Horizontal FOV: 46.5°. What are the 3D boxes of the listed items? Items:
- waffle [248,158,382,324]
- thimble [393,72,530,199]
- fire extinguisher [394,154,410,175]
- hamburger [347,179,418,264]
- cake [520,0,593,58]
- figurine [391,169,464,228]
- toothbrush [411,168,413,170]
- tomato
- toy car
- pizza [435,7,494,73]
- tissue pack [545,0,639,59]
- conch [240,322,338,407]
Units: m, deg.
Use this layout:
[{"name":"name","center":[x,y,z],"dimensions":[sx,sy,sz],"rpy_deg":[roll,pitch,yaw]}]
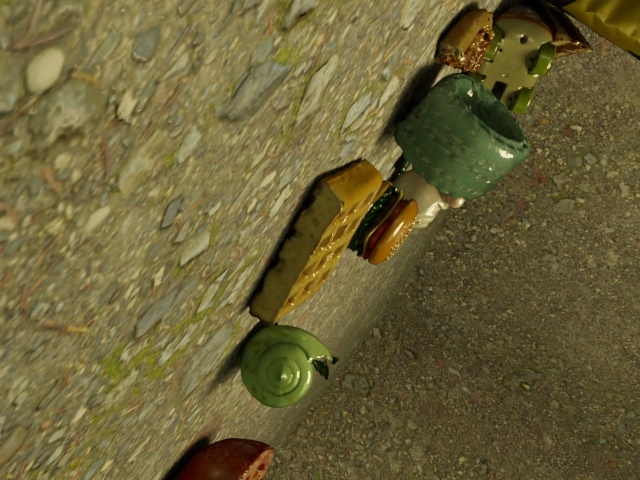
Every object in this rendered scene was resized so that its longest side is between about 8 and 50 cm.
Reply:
[{"name":"waffle","center":[0.000,0.000,1.162],"dimensions":[0.248,0.055,0.221],"rpy_deg":[-61,168,23]},{"name":"thimble","center":[0.239,-0.182,1.287],"dimensions":[0.235,0.199,0.143],"rpy_deg":[18,130,-39]},{"name":"fire extinguisher","center":[0.173,-0.163,1.531],"dimensions":[0.083,0.025,0.038],"rpy_deg":[-53,-168,-15]},{"name":"hamburger","center":[0.109,-0.032,1.388],"dimensions":[0.162,0.115,0.162],"rpy_deg":[-51,169,-14]},{"name":"cake","center":[0.516,-0.480,1.646],"dimensions":[0.246,0.112,0.135],"rpy_deg":[-132,-125,-80]},{"name":"figurine","center":[0.238,-0.120,1.609],"dimensions":[0.257,0.181,0.145],"rpy_deg":[-50,153,-18]},{"name":"toothbrush","center":[0.249,-0.183,1.793],"dimensions":[0.342,0.030,0.025],"rpy_deg":[-48,163,-29]},{"name":"tomato","center":[-0.228,0.511,1.469],"dimensions":[0.338,0.143,0.338],"rpy_deg":[-57,168,-18]},{"name":"toy car","center":[0.402,-0.409,1.582],"dimensions":[0.235,0.145,0.235],"rpy_deg":[17,90,-90]},{"name":"pizza","center":[0.259,-0.339,1.283],"dimensions":[0.127,0.058,0.246],"rpy_deg":[-57,167,12]},{"name":"tissue pack","center":[0.654,-0.531,1.522],"dimensions":[0.253,0.416,0.264],"rpy_deg":[-58,171,27]},{"name":"conch","center":[-0.051,0.212,1.332],"dimensions":[0.143,0.137,0.250],"rpy_deg":[-39,169,13]}]
